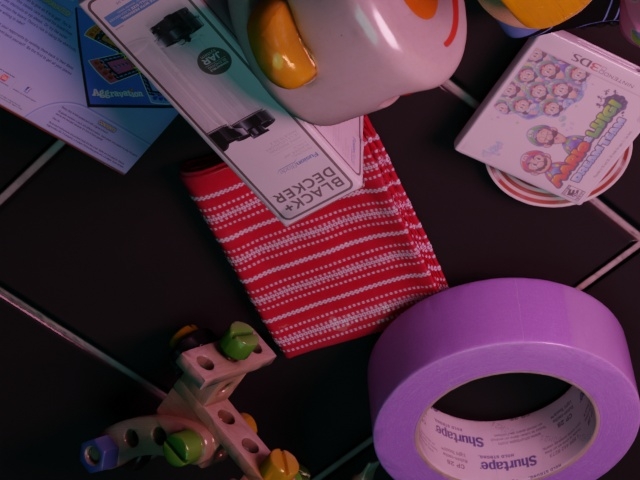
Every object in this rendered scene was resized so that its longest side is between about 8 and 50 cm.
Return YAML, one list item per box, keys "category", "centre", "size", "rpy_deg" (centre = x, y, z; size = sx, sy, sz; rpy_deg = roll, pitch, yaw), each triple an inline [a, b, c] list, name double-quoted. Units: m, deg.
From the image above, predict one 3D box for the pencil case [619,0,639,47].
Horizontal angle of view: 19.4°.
- category: "pencil case"
  centre: [0.293, -0.262, 1.449]
  size: [0.124, 0.124, 0.284]
  rpy_deg: [-5, 144, 5]

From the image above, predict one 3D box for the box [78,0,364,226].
- category: "box"
  centre: [-0.077, -0.169, 1.629]
  size: [0.087, 0.169, 0.290]
  rpy_deg: [-29, 125, 23]

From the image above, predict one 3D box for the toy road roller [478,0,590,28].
- category: "toy road roller"
  centre: [0.156, -0.354, 1.454]
  size: [0.240, 0.202, 0.329]
  rpy_deg: [-33, 122, 13]

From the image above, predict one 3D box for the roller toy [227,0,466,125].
- category: "roller toy"
  centre: [0.017, -0.195, 1.555]
  size: [0.146, 0.209, 0.191]
  rpy_deg: [-20, 145, 30]

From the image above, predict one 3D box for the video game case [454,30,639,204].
- category: "video game case"
  centre: [0.224, -0.115, 1.742]
  size: [0.143, 0.019, 0.157]
  rpy_deg: [23, 127, -18]

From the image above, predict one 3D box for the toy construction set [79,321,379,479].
- category: "toy construction set"
  centre: [-0.068, 0.217, 1.945]
  size: [0.308, 0.257, 0.237]
  rpy_deg: [13, 119, -36]

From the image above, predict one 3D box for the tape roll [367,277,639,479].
- category: "tape roll"
  centre: [0.187, 0.162, 1.932]
  size: [0.274, 0.090, 0.275]
  rpy_deg: [-2, 136, -2]

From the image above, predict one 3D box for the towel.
- category: "towel"
  centre: [0.000, 0.000, 1.859]
  size: [0.198, 0.031, 0.275]
  rpy_deg: [-16, 128, 15]

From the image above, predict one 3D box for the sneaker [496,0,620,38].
- category: "sneaker"
  centre: [0.270, -0.216, 1.637]
  size: [0.232, 0.081, 0.090]
  rpy_deg: [-22, 119, 17]

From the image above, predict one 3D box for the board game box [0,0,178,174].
- category: "board game box"
  centre: [-0.217, -0.164, 1.627]
  size: [0.145, 0.027, 0.281]
  rpy_deg: [-47, 142, 10]

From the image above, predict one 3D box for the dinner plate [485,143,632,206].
- category: "dinner plate"
  centre: [0.226, -0.090, 1.786]
  size: [0.141, 0.017, 0.141]
  rpy_deg: [1, 131, 1]
